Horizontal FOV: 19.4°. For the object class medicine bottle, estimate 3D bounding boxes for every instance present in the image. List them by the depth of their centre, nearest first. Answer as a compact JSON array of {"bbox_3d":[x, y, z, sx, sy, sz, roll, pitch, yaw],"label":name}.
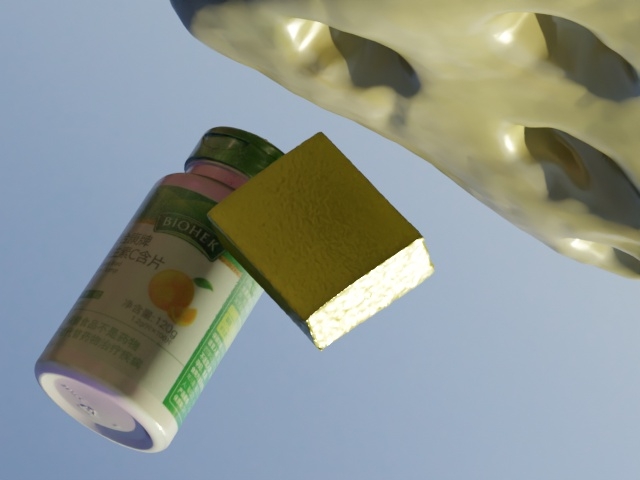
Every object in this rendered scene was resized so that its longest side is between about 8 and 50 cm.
[{"bbox_3d":[-0.120,0.036,1.601,0.133,0.274,0.133,25,155,13],"label":"medicine bottle"}]

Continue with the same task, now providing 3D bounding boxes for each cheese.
[{"bbox_3d":[0.137,-0.094,0.820,0.351,0.130,0.328,29,160,-19],"label":"cheese"}]

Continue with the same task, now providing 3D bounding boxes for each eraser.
[{"bbox_3d":[0.000,0.000,1.219,0.122,0.097,0.045,46,166,36],"label":"eraser"}]
